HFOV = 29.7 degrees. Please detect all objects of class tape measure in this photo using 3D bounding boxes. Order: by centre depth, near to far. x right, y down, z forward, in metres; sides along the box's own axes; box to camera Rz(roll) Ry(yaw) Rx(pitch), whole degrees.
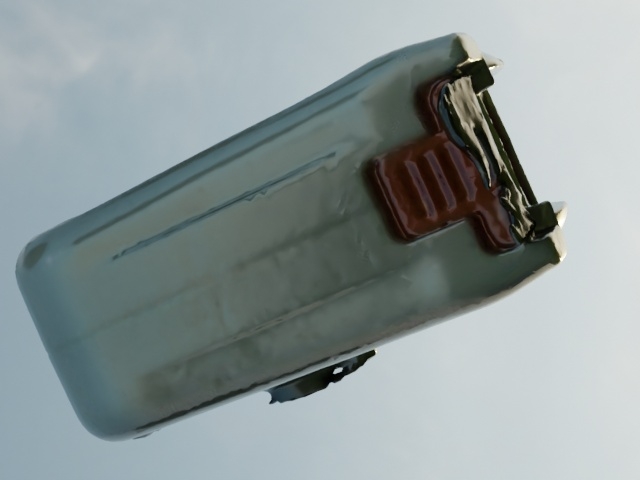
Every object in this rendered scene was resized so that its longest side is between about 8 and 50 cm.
[{"bbox_3d":[0.000,0.000,0.612,0.130,0.258,0.265,65,-158,1],"label":"tape measure"}]
